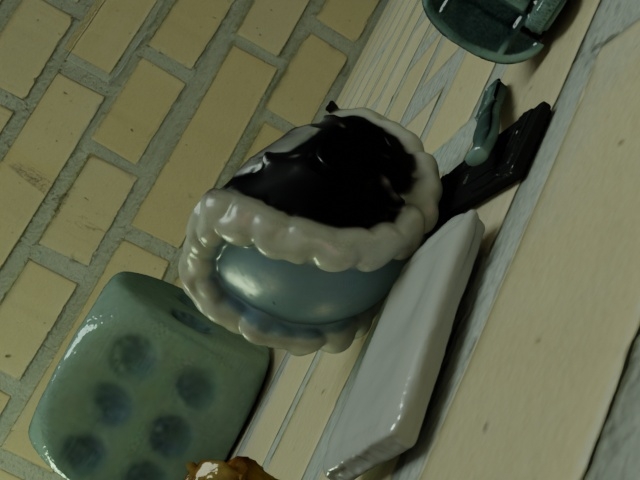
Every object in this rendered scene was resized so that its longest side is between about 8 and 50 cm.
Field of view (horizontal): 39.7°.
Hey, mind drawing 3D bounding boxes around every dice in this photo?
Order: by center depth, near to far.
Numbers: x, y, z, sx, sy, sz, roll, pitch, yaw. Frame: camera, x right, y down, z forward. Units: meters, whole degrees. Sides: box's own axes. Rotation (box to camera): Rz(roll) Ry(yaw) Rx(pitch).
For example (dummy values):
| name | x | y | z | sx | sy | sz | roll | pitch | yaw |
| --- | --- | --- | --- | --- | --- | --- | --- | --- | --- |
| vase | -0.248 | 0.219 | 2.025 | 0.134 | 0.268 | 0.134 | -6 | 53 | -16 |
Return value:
| name | x | y | z | sx | sy | sz | roll | pitch | yaw |
| --- | --- | --- | --- | --- | --- | --- | --- | --- | --- |
| dice | -0.244 | 0.217 | 1.294 | 0.268 | 0.264 | 0.262 | -60 | 7 | 3 |

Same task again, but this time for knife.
| name | x | y | z | sx | sy | sz | roll | pitch | yaw |
| --- | --- | --- | --- | --- | --- | --- | --- | --- | --- |
| knife | 0.134 | -0.101 | 0.705 | 0.028 | 0.015 | 0.210 | -57 | 1 | 27 |

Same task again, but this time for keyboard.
| name | x | y | z | sx | sy | sz | roll | pitch | yaw |
| --- | --- | --- | --- | --- | --- | --- | --- | --- | --- |
| keyboard | 0.119 | -0.048 | 0.691 | 0.061 | 0.013 | 0.204 | -63 | 6 | -17 |

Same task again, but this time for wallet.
| name | x | y | z | sx | sy | sz | roll | pitch | yaw |
| --- | --- | --- | --- | --- | --- | --- | --- | --- | --- |
| wallet | 0.058 | 0.071 | 0.591 | 0.183 | 0.032 | 0.124 | -64 | 6 | -35 |

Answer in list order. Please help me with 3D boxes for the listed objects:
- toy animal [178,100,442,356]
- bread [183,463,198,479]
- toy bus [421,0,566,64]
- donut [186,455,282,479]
| name | x | y | z | sx | sy | sz | roll | pitch | yaw |
| --- | --- | --- | --- | --- | --- | --- | --- | --- | --- |
| toy animal | 0.000 | 0.000 | 0.744 | 0.208 | 0.156 | 0.204 | -36 | -21 | -39 |
| bread | -0.149 | 0.317 | 1.102 | 0.052 | 0.044 | 0.157 | -56 | 7 | -5 |
| toy bus | 0.187 | -0.273 | 0.703 | 0.265 | 0.121 | 0.120 | -60 | -2 | 22 |
| donut | -0.074 | 0.243 | 0.515 | 0.253 | 0.118 | 0.253 | -58 | 10 | 16 |
